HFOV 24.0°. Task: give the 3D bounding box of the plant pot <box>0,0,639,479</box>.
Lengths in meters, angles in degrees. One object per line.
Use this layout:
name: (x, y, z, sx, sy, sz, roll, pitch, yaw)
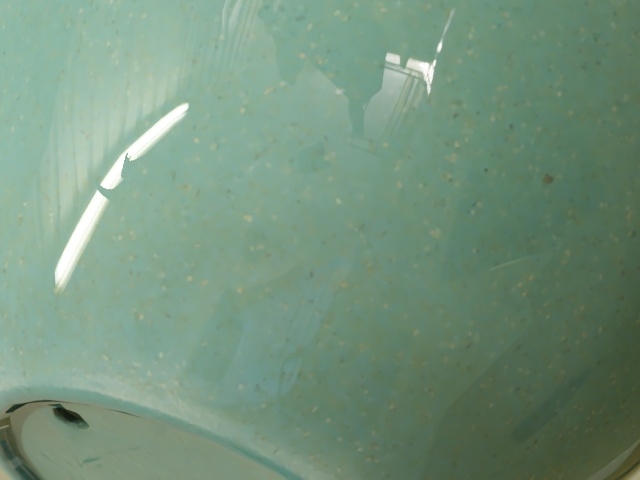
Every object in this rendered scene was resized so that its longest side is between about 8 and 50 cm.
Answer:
plant pot: (0.000, 0.000, 0.461, 0.290, 0.290, 0.195, 97, -165, -59)
